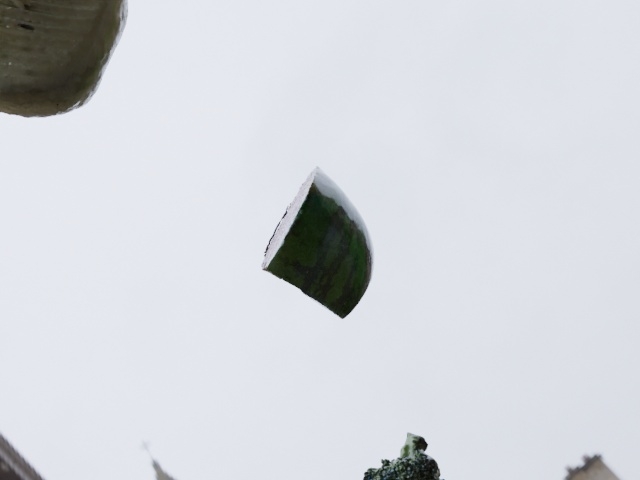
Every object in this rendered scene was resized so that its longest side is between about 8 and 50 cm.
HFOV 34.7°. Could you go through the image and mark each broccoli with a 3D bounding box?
[{"bbox_3d":[0.149,0.396,1.727,0.167,0.155,0.160,61,-139,-42],"label":"broccoli"}]

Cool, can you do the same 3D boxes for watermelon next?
[{"bbox_3d":[0.019,0.000,1.383,0.128,0.146,0.231,-48,12,54],"label":"watermelon"}]

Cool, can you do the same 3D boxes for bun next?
[{"bbox_3d":[-0.384,-0.285,1.319,0.273,0.272,0.168,-34,-2,-9],"label":"bun"}]
